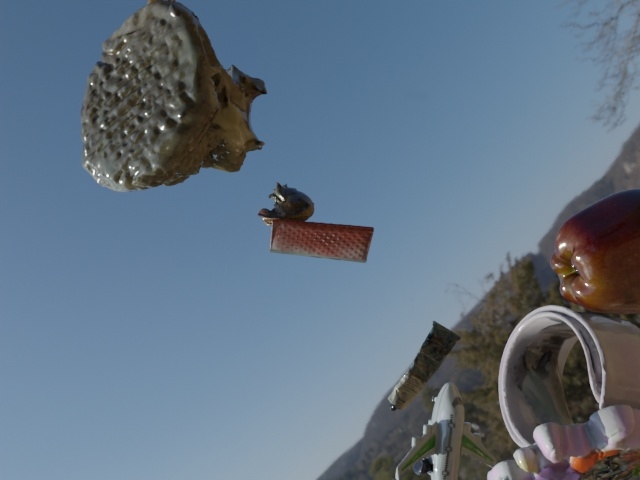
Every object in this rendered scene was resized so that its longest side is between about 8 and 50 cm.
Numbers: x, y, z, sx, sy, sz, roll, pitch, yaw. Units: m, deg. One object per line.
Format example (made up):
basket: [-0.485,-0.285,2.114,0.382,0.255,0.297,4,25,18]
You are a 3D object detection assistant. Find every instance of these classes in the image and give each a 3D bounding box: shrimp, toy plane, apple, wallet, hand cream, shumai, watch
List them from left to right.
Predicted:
shumai: [-0.230,-0.208,1.103,0.314,0.267,0.262,-48,-24,18]
shrimp: [-0.091,-0.091,1.418,0.117,0.262,0.066,-5,-73,-19]
wallet: [0.000,0.000,1.282,0.103,0.197,0.020,98,177,-53]
hand cream: [0.247,0.320,1.638,0.248,0.075,0.052,-57,12,1]
toy plane: [0.250,0.414,1.326,0.251,0.255,0.101,5,-9,-27]
watch: [0.311,0.213,0.863,0.196,0.231,0.244,10,-47,-22]
apple: [0.709,0.032,1.524,0.317,0.288,0.288,-16,-20,3]

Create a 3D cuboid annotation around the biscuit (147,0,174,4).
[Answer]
biscuit: [-0.379,-0.649,1.649,0.202,0.044,0.288,-90,22,-70]
